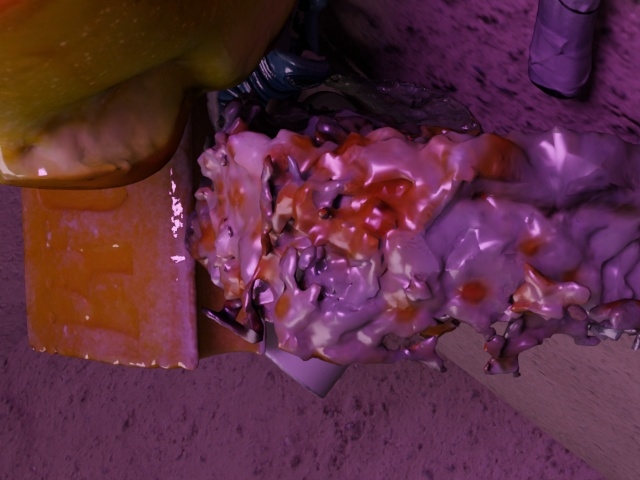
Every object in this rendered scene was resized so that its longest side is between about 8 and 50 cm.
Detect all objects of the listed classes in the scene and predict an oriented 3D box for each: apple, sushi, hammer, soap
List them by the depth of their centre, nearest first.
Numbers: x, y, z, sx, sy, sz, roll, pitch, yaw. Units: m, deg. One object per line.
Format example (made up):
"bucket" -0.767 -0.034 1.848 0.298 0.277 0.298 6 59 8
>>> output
"hammer" 0.117 -0.182 0.342 0.152 0.044 0.427 38 174 18
"apple" -0.172 -0.199 0.468 0.374 0.374 0.384 47 -171 -42
"sushi" 0.096 -0.017 0.578 0.418 0.175 0.417 9 -174 -1
"soap" -0.206 -0.028 0.863 0.294 0.334 0.156 4 -175 40

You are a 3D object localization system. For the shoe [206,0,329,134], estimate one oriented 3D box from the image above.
"shoe" -0.044 -0.171 0.731 0.092 0.207 0.106 -7 -154 -42

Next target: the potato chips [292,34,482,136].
"potato chips" 0.067 -0.145 0.797 0.228 0.059 0.167 36 -178 37

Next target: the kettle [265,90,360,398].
"kettle" 0.003 0.004 0.996 0.265 0.318 0.205 41 174 7
